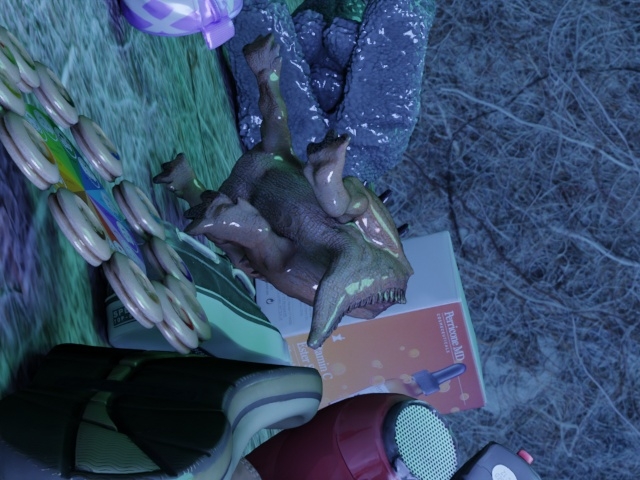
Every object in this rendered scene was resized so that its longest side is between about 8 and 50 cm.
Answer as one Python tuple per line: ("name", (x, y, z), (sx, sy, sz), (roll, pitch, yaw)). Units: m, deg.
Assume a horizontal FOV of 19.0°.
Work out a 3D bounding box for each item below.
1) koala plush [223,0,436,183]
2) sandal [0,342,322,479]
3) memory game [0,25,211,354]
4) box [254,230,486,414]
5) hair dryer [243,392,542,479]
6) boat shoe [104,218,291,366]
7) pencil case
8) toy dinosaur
("koala plush", (0.007, -0.162, 1.780), (0.221, 0.196, 0.203), (-89, 177, -67))
("sandal", (-0.077, 0.098, 0.828), (0.303, 0.120, 0.086), (-27, 122, -77))
("memory game", (-0.105, -0.026, 0.872), (0.186, 0.012, 0.186), (55, 5, -8))
("box", (0.042, 0.082, 1.610), (0.091, 0.170, 0.130), (-95, 170, -50))
("hair dryer", (-0.030, 0.144, 0.921), (0.080, 0.223, 0.293), (63, -12, 1))
("boat shoe", (-0.068, 0.038, 1.101), (0.219, 0.077, 0.070), (54, 26, -72))
("pencil case", (-0.100, -0.225, 1.193), (0.088, 0.086, 0.206), (28, -36, 36))
("toy dinosaur", (0.000, 0.000, 1.268), (0.200, 0.127, 0.296), (51, -1, -35))
